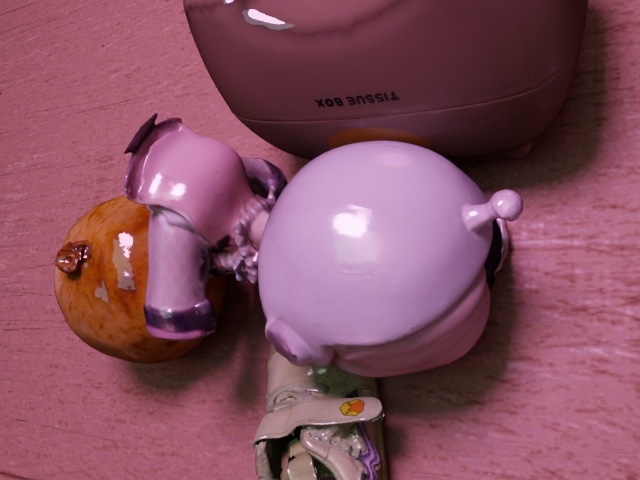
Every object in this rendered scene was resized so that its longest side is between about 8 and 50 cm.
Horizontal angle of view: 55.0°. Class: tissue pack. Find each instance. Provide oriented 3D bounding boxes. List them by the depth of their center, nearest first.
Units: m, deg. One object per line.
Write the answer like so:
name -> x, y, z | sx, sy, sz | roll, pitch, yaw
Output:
tissue pack -> 0.078, -0.229, 0.662 | 0.387, 0.277, 0.267 | 2, 58, 29

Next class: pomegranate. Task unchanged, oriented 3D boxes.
pomegranate -> -0.221, 0.040, 0.762 | 0.216, 0.215, 0.215 | -11, 66, 26

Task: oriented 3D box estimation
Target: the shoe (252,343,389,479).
shoe -> 0.006, 0.205, 0.630 | 0.140, 0.128, 0.262 | -15, 66, 9

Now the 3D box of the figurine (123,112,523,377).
figurine -> -0.003, 0.008, 0.609 | 0.362, 0.211, 0.253 | 14, 67, 14
